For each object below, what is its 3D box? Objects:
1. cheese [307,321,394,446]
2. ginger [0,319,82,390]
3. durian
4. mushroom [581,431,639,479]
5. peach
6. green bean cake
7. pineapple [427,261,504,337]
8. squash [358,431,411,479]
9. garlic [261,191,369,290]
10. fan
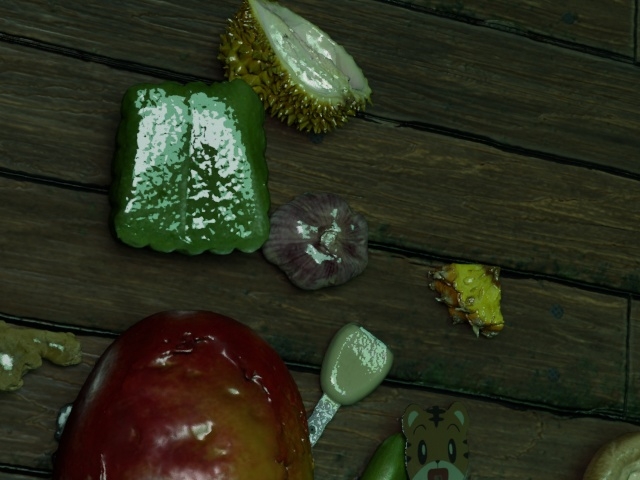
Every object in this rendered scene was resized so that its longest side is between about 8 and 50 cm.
[{"bbox_3d":[0.026,0.212,1.916,0.097,0.037,0.192,37,67,-5],"label":"cheese"},{"bbox_3d":[-0.396,0.156,1.773,0.165,0.067,0.096,4,53,-17],"label":"ginger"},{"bbox_3d":[-0.041,-0.246,1.969,0.249,0.183,0.138,33,105,-11],"label":"durian"},{"bbox_3d":[0.508,0.396,1.973,0.278,0.146,0.278,6,65,-12],"label":"mushroom"},{"bbox_3d":[-0.165,0.276,1.723,0.339,0.353,0.417,22,29,-19],"label":"peach"},{"bbox_3d":[-0.179,-0.103,1.863,0.222,0.125,0.248,3,91,-12],"label":"green bean cake"},{"bbox_3d":[0.230,0.079,2.012,0.116,0.069,0.137,-44,101,-28],"label":"pineapple"},{"bbox_3d":[0.060,0.382,1.866,0.069,0.069,0.258,37,66,-6],"label":"squash"},{"bbox_3d":[0.000,0.000,1.929,0.159,0.102,0.147,18,70,-14],"label":"garlic"},{"bbox_3d":[0.169,0.344,1.918,0.152,0.008,0.227,7,79,-45],"label":"fan"}]
